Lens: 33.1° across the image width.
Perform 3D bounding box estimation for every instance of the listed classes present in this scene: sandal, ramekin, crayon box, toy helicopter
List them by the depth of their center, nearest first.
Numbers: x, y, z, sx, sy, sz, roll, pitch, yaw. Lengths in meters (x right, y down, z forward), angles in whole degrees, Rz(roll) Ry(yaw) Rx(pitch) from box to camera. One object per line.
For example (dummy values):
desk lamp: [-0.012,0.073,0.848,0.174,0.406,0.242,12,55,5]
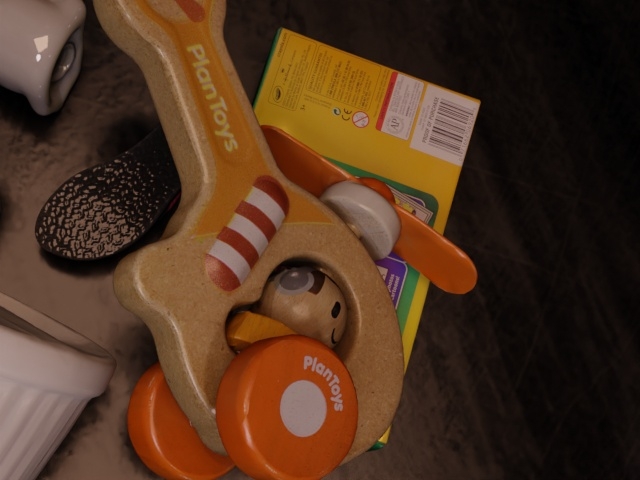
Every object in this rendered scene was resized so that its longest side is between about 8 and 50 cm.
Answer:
ramekin: [-0.271,0.073,0.646,0.273,0.273,0.127,25,85,-5]
toy helicopter: [-0.037,-0.030,0.685,0.235,0.140,0.355,-23,94,-37]
crayon box: [0.000,0.000,0.806,0.165,0.081,0.278,19,74,-7]
sandal: [-0.133,-0.043,0.810,0.179,0.040,0.067,-41,87,-20]

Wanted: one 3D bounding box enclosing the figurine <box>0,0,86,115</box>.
figurine: [-0.304,-0.120,0.771,0.209,0.092,0.215,25,72,-1]
